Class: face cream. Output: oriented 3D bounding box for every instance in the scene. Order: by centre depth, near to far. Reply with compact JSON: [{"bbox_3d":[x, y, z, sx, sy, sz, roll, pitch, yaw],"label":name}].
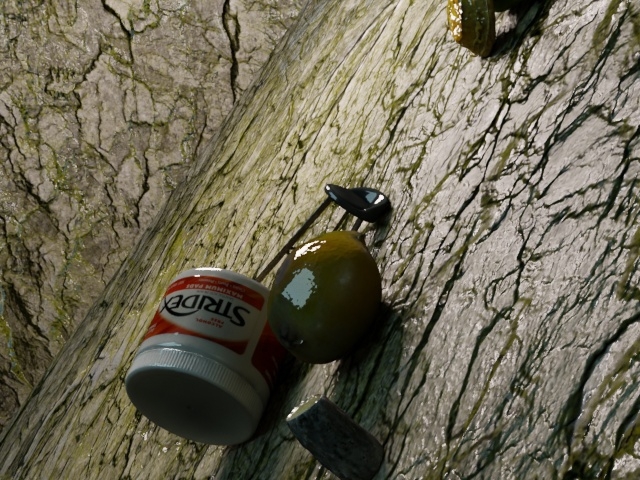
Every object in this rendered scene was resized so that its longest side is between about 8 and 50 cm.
[{"bbox_3d":[-0.156,0.166,1.683,0.201,0.201,0.187,-37,25,49],"label":"face cream"}]

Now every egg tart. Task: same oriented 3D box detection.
[{"bbox_3d":[0.221,-0.330,1.727,0.130,0.052,0.130,169,90,-78],"label":"egg tart"}]

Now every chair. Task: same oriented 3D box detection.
[{"bbox_3d":[0.001,0.001,1.739,0.221,0.095,0.104,-52,28,12],"label":"chair"}]

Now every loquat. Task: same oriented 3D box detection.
[{"bbox_3d":[0.009,0.069,1.515,0.152,0.152,0.195,-31,22,56],"label":"loquat"}]

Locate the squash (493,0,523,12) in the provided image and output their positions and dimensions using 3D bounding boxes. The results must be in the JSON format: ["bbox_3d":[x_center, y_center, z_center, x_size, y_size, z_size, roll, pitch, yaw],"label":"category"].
[{"bbox_3d":[0.309,-0.398,1.646,0.292,0.082,0.082,-24,36,62],"label":"squash"}]

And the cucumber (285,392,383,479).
[{"bbox_3d":[0.014,0.216,1.270,0.064,0.112,0.064,-44,15,16],"label":"cucumber"}]
